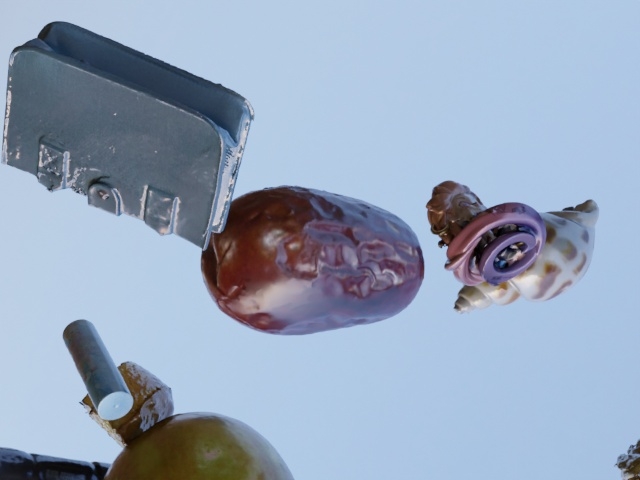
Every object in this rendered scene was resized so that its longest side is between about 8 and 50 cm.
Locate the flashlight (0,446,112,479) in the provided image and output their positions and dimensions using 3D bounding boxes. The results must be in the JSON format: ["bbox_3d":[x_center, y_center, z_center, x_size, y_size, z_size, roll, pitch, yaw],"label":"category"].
[{"bbox_3d":[-0.421,0.429,1.964,0.103,0.424,0.103,-19,-118,39],"label":"flashlight"}]

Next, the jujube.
[{"bbox_3d":[-0.011,0.032,1.582,0.223,0.318,0.223,-17,-109,62],"label":"jujube"}]

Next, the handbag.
[{"bbox_3d":[-0.191,-0.094,1.061,0.062,0.229,0.179,-59,171,-50],"label":"handbag"}]

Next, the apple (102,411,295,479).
[{"bbox_3d":[-0.198,0.468,1.773,0.384,0.374,0.374,103,-8,-47],"label":"apple"}]

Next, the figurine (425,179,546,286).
[{"bbox_3d":[0.183,-0.006,1.331,0.157,0.126,0.114,24,-64,48],"label":"figurine"}]

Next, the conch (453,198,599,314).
[{"bbox_3d":[0.330,0.029,1.776,0.183,0.275,0.148,118,-42,-77],"label":"conch"}]

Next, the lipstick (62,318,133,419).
[{"bbox_3d":[-0.291,0.165,1.435,0.048,0.048,0.158,-54,-137,13],"label":"lipstick"}]

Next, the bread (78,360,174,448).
[{"bbox_3d":[-0.331,0.288,1.920,0.139,0.143,0.229,-52,177,-17],"label":"bread"}]

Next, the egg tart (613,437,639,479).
[{"bbox_3d":[0.511,0.240,1.422,0.288,0.118,0.288,-43,167,-13],"label":"egg tart"}]
